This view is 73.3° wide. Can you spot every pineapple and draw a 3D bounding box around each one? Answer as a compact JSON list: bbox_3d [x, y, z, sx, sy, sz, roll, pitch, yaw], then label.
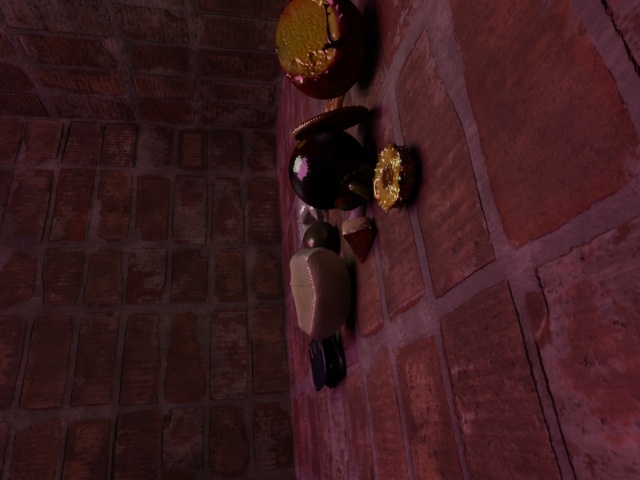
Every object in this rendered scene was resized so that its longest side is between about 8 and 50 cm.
[{"bbox_3d":[0.222,-0.184,1.263,0.225,0.076,0.225,179,90,-74],"label":"pineapple"}]

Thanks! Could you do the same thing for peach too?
[{"bbox_3d":[0.021,-0.735,1.632,0.335,0.310,0.406,-27,70,34],"label":"peach"}]

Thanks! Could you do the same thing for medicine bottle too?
[{"bbox_3d":[0.142,-0.108,1.672,0.052,0.052,0.089,-106,21,-51],"label":"medicine bottle"}]

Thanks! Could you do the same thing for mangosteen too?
[{"bbox_3d":[0.044,-0.241,1.585,0.359,0.306,0.306,58,150,38],"label":"mangosteen"}]

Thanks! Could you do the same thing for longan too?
[{"bbox_3d":[0.000,0.000,2.064,0.189,0.189,0.189,180,90,-77],"label":"longan"}]

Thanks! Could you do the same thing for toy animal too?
[{"bbox_3d":[-0.061,-0.256,2.314,0.208,0.154,0.325,-12,62,48],"label":"toy animal"}]

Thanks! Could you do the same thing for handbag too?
[{"bbox_3d":[0.021,0.562,2.080,0.326,0.118,0.269,112,148,-57],"label":"handbag"}]

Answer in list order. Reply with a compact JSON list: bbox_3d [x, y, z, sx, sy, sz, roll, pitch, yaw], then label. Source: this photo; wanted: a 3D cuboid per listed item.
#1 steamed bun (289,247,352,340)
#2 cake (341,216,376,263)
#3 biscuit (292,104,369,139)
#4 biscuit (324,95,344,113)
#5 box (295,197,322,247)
[{"bbox_3d":[0.019,0.216,1.841,0.247,0.236,0.384,179,84,-67],"label":"steamed bun"},{"bbox_3d":[0.164,-0.007,1.607,0.220,0.116,0.086,53,-155,-51],"label":"cake"},{"bbox_3d":[0.036,-0.438,1.605,0.305,0.305,0.038,170,83,-77],"label":"biscuit"},{"bbox_3d":[0.055,-0.632,2.075,0.334,0.047,0.202,102,163,-44],"label":"biscuit"},{"bbox_3d":[-0.069,-0.118,2.469,0.203,0.116,0.274,116,152,-61],"label":"box"}]
